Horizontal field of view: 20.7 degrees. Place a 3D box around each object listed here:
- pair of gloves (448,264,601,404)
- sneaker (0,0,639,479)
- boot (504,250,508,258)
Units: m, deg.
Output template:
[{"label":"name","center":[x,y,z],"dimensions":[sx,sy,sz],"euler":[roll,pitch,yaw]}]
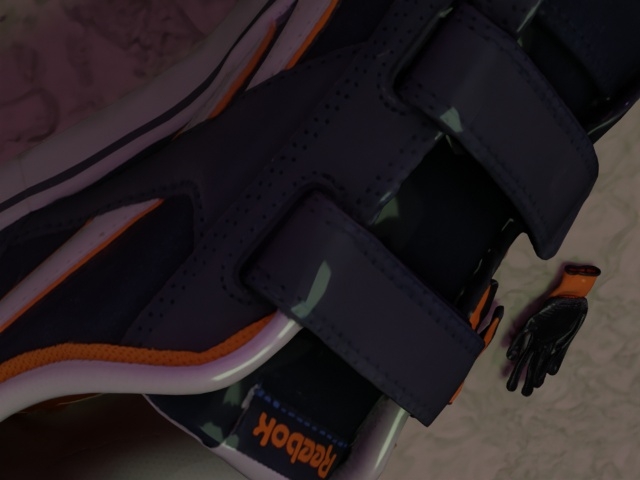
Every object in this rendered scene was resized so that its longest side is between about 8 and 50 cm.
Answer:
[{"label":"pair of gloves","center":[0.083,0.042,0.786],"dimensions":[0.083,0.010,0.074],"euler":[-3,127,-31]},{"label":"sneaker","center":[0.010,-0.007,0.505],"dimensions":[0.321,0.127,0.126],"euler":[-36,139,14]},{"label":"boot","center":[0.000,0.000,0.672],"dimensions":[0.157,0.059,0.085],"euler":[-21,130,-11]}]
